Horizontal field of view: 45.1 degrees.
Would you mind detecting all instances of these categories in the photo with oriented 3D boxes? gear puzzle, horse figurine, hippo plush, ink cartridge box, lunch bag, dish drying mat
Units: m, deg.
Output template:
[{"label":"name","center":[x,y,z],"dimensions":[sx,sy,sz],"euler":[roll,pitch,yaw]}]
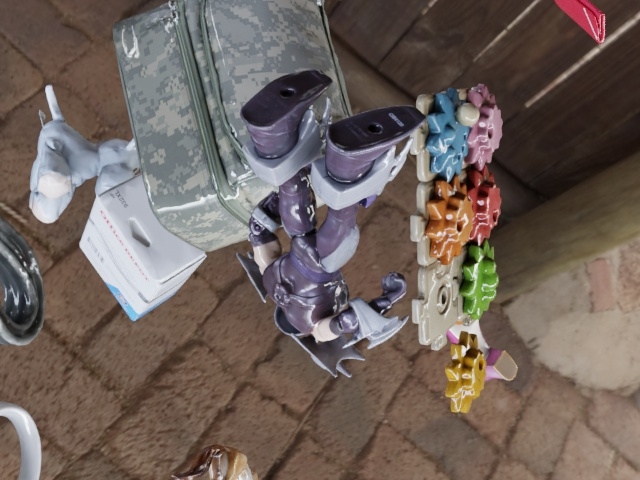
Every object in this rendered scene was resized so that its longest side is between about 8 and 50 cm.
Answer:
[{"label":"gear puzzle","center":[0.147,0.019,0.766],"dimensions":[0.175,0.044,0.339],"euler":[-21,112,-55]},{"label":"horse figurine","center":[-0.152,0.414,1.271],"dimensions":[0.263,0.066,0.174],"euler":[67,26,-42]},{"label":"hippo plush","center":[-0.557,-0.167,1.840],"dimensions":[0.236,0.234,0.294],"euler":[7,61,-26]},{"label":"ink cartridge box","center":[-0.392,0.020,1.665],"dimensions":[0.129,0.307,0.223],"euler":[-34,87,-30]},{"label":"lunch bag","center":[-0.090,-0.168,0.961],"dimensions":[0.256,0.212,0.305],"euler":[-17,72,7]},{"label":"dish drying mat","center":[0.232,-0.210,0.695],"dimensions":[0.008,0.032,0.083],"euler":[-24,45,1]}]

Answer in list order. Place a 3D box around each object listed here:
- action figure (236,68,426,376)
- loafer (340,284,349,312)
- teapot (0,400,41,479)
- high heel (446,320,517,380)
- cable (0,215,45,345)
[{"label":"action figure","center":[0.000,0.000,0.650],"dimensions":[0.185,0.285,0.099],"euler":[37,56,23]},{"label":"loafer","center":[0.019,0.114,1.504],"dimensions":[0.061,0.062,0.170],"euler":[58,18,-34]},{"label":"teapot","center":[-0.343,0.167,0.571],"dimensions":[0.252,0.256,0.187],"euler":[19,66,-14]},{"label":"high heel","center":[0.236,0.150,1.336],"dimensions":[0.244,0.117,0.082],"euler":[45,68,-18]},{"label":"cable","center":[-0.210,-0.049,0.450],"dimensions":[0.072,0.287,0.139],"euler":[-9,23,4]}]
